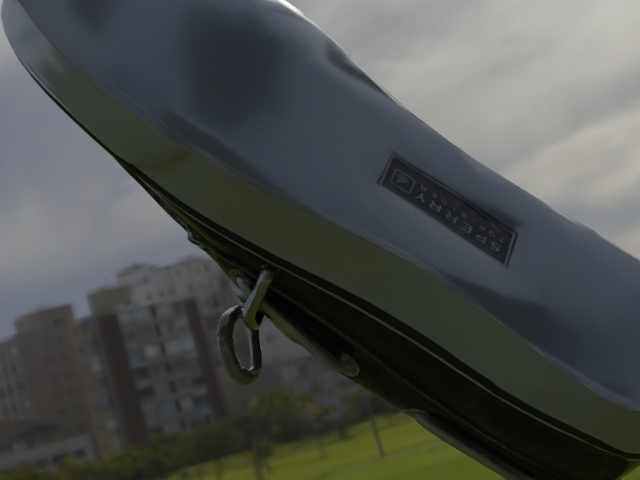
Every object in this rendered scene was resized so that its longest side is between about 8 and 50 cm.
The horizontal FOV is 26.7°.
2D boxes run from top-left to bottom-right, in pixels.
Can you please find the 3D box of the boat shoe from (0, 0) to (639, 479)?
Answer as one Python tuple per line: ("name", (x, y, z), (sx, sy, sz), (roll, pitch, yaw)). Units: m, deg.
("boat shoe", (0.002, -0.002, 0.528), (0.105, 0.306, 0.113), (-56, 6, 42))
